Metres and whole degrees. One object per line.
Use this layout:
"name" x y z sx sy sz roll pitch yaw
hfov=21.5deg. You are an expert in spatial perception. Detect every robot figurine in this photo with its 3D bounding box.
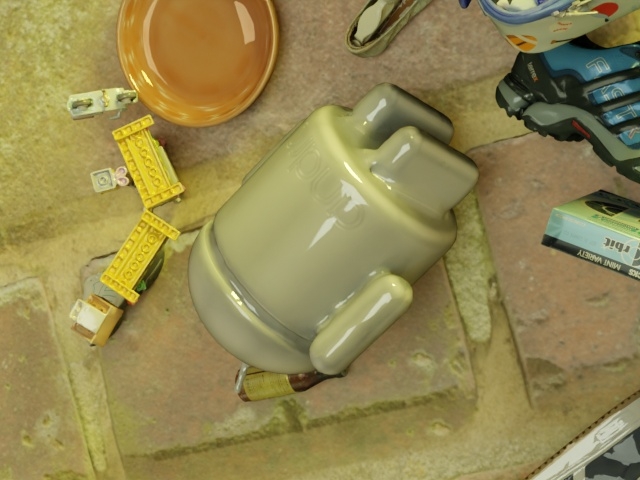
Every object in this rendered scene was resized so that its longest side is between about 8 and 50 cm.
"robot figurine" 0.000 0.000 1.757 0.353 0.200 0.300 -46 40 20

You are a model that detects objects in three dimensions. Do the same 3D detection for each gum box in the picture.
"gum box" 0.314 0.002 1.631 0.157 0.184 0.041 22 104 20

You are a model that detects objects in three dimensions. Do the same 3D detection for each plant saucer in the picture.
"plant saucer" -0.133 -0.226 1.876 0.200 0.037 0.200 3 97 24

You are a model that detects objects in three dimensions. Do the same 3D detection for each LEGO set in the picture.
"LEGO set" -0.208 -0.026 1.874 0.132 0.107 0.287 -2 88 5

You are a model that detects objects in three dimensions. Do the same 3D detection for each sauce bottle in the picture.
"sauce bottle" -0.031 0.151 1.873 0.128 0.042 0.042 -11 91 25

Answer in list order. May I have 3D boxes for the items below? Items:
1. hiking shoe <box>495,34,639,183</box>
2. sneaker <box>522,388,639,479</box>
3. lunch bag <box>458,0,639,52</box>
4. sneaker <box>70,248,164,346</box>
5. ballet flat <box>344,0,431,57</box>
"hiking shoe" 0.321 -0.131 1.652 0.304 0.113 0.132 27 106 18
"sneaker" 0.273 0.292 1.729 0.282 0.099 0.153 -42 78 18
"lunch bag" 0.212 -0.330 1.550 0.243 0.115 0.303 -24 69 10
"sneaker" -0.239 0.052 1.944 0.061 0.054 0.152 47 111 15
"ballet flat" 0.085 -0.259 1.771 0.057 0.052 0.168 41 109 15
